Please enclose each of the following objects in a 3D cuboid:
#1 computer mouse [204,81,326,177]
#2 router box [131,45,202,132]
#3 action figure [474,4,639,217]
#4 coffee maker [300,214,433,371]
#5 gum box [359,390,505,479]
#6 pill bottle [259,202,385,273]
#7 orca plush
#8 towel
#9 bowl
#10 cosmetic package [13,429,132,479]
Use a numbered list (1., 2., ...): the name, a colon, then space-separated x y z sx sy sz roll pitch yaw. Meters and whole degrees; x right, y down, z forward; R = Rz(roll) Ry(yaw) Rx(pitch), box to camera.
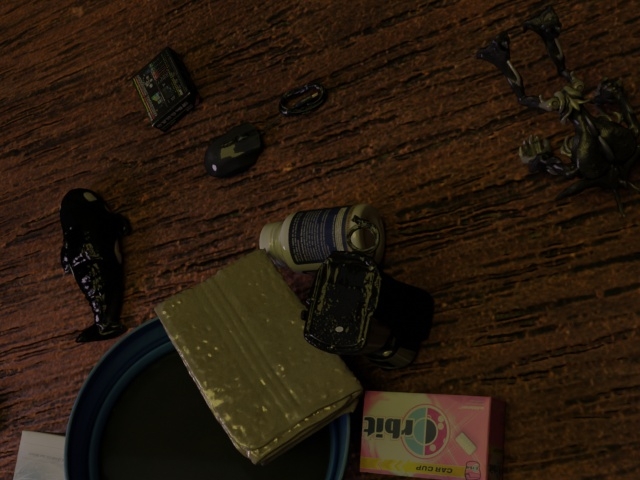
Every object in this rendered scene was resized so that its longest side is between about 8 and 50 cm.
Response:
1. computer mouse: -0.095 -0.181 1.484 0.242 0.041 0.071 -36 60 16
2. router box: -0.270 -0.264 1.611 0.092 0.038 0.122 -36 61 16
3. action figure: 0.325 -0.158 1.183 0.164 0.141 0.276 -33 88 9
4. coffee maker: 0.077 0.081 1.225 0.120 0.178 0.171 35 95 31
5. gum box: 0.140 0.256 1.205 0.188 0.062 0.107 -2 74 29
6. pill bottle: 0.000 0.000 1.343 0.169 0.094 0.094 -6 73 28
7. orca plush: -0.413 0.030 1.568 0.151 0.102 0.287 -12 70 27
8. towel: -0.086 0.154 1.264 0.187 0.049 0.282 -29 62 -13
9. bowl: -0.151 0.277 1.270 0.391 0.077 0.391 -2 61 4
10. cosmetic package: -0.350 0.415 1.399 0.224 0.138 0.225 0 77 30
